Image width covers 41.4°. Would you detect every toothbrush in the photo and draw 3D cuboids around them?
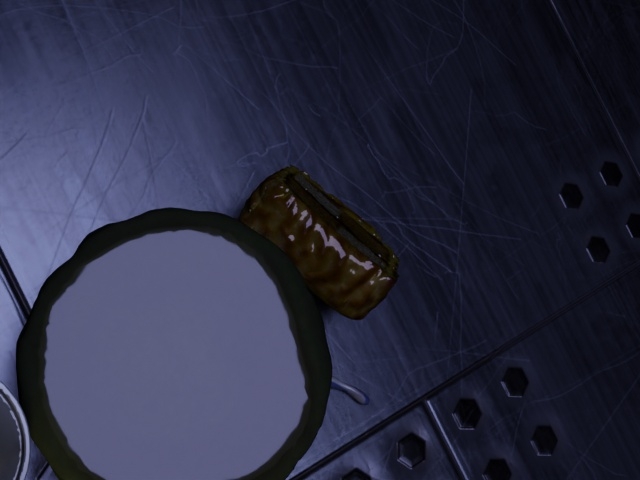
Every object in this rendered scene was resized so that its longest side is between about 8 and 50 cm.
[{"bbox_3d":[-0.049,0.169,1.143,0.269,0.021,0.027,25,76,-17],"label":"toothbrush"}]

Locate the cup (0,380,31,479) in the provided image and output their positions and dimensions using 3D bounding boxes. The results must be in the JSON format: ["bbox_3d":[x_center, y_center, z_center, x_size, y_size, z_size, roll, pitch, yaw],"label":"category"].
[{"bbox_3d":[-0.411,0.242,0.863,0.185,0.226,0.241,21,73,-19],"label":"cup"}]

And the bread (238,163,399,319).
[{"bbox_3d":[0.000,0.000,1.122,0.222,0.181,0.096,40,103,-8],"label":"bread"}]

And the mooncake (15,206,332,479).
[{"bbox_3d":[-0.168,0.145,0.993,0.356,0.194,0.356,2,83,-17],"label":"mooncake"}]
